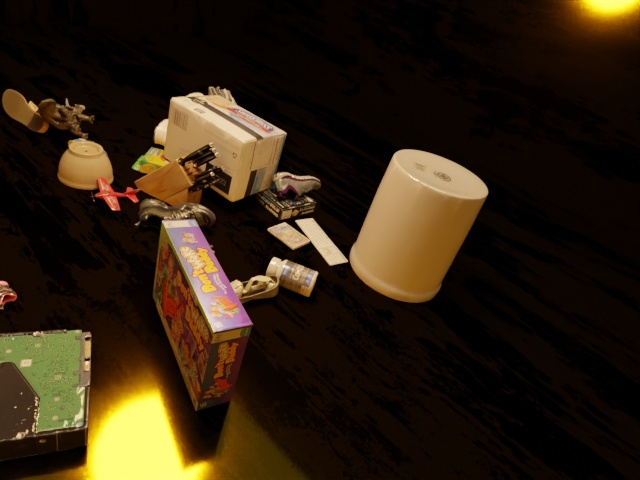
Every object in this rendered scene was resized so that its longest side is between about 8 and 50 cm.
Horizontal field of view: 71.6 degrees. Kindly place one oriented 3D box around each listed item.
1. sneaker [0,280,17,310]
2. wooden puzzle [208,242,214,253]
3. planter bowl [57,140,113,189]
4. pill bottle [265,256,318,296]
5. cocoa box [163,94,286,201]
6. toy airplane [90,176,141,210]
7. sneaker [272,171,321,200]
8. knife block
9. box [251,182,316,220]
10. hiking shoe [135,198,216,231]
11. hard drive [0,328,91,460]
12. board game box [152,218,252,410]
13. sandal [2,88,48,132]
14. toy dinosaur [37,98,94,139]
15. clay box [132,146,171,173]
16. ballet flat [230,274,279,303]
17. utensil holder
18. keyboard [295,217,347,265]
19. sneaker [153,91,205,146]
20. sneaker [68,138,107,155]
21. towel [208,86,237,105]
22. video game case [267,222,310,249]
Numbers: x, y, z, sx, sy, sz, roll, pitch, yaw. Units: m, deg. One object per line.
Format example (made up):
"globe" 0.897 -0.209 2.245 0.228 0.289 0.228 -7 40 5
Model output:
"sneaker" -0.701 0.133 0.935 0.057 0.047 0.119 36 35 4
"wooden puzzle" -0.346 0.031 1.306 0.049 0.006 0.083 32 34 20
"planter bowl" -0.753 -0.251 1.424 0.162 0.109 0.162 13 33 -9
"pill bottle" -0.082 0.102 1.272 0.137 0.078 0.078 21 32 3
"cocoa box" -0.337 -0.335 1.560 0.347 0.231 0.228 33 34 20
"toy airplane" -0.642 -0.146 1.394 0.151 0.028 0.151 16 43 -16
"sneaker" -0.083 -0.187 1.643 0.224 0.083 0.098 2 71 -43
"knife block" -0.451 -0.232 1.429 0.276 0.242 0.088 25 32 10
"box" -0.151 -0.166 1.667 0.175 0.051 0.220 -17 47 -44
"hiking shoe" -0.434 -0.054 1.339 0.227 0.086 0.114 5 48 -11
"hard drive" -0.588 0.267 0.767 0.339 0.064 0.237 0 37 -27
"board game box" -0.271 0.146 0.960 0.078 0.233 0.347 -5 39 -34
"sandal" -1.066 -0.461 1.633 0.240 0.088 0.079 38 4 16
"toy dinosaur" -0.925 -0.440 1.581 0.160 0.120 0.313 19 11 -1
"clay box" -0.556 -0.276 1.619 0.222 0.053 0.127 14 32 -10
"ballet flat" -0.204 0.129 1.176 0.213 0.068 0.072 -9 41 -37
"utensil holder" 0.308 -0.050 1.422 0.328 0.385 0.327 14 32 -9
"keyboard" 0.000 0.000 1.532 0.072 0.014 0.256 -5 39 -33
"sneaker" -0.553 -0.482 1.823 0.129 0.111 0.297 33 70 -5
"sneaker" -0.806 -0.323 1.558 0.144 0.053 0.059 23 30 4
"towel" -0.419 -0.488 1.847 0.121 0.234 0.283 -3 37 -20
"video game case" -0.107 -0.016 1.502 0.122 0.011 0.087 35 35 24
